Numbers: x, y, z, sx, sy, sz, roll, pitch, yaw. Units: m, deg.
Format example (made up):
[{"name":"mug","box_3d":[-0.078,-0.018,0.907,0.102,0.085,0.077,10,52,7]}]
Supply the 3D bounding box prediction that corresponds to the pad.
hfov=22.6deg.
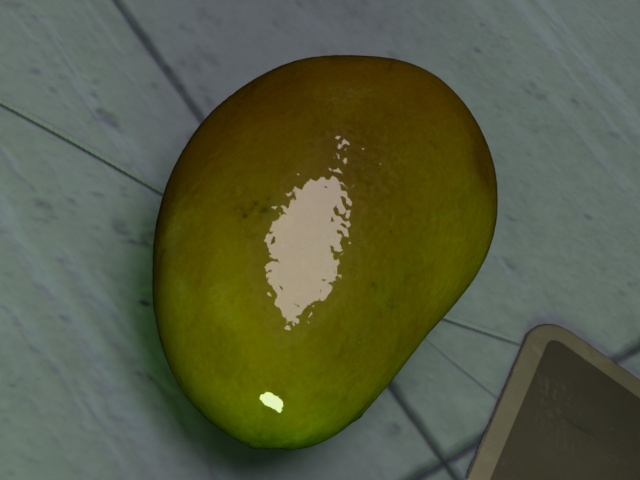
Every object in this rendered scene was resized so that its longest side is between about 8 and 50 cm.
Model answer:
[{"name":"pad","box_3d":[0.165,0.175,0.960,0.176,0.002,0.266,35,45,-4]}]

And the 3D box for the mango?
[{"name":"mango","box_3d":[-0.004,-0.006,0.899,0.175,0.139,0.254,39,51,5]}]
